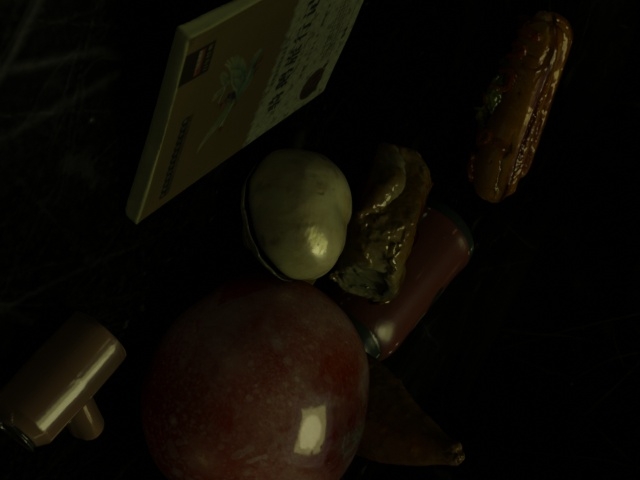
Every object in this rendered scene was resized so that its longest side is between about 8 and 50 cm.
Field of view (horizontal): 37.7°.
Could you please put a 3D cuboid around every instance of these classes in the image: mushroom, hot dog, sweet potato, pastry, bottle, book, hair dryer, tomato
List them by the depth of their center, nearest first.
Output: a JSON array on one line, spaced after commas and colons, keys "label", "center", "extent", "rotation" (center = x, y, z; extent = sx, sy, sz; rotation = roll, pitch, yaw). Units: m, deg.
[{"label": "hair dryer", "center": [-0.228, 0.152, 0.856], "extent": [0.117, 0.064, 0.182], "rotation": [-51, 162, -26]}, {"label": "book", "center": [-0.051, -0.160, 0.861], "extent": [0.310, 0.021, 0.217], "rotation": [-43, 167, -43]}, {"label": "mushroom", "center": [-0.029, -0.026, 1.027], "extent": [0.154, 0.122, 0.154], "rotation": [37, 45, -49]}, {"label": "tomato", "center": [-0.059, 0.175, 1.037], "extent": [0.270, 0.227, 0.270], "rotation": [-45, 145, -44]}, {"label": "sweet potato", "center": [0.051, 0.205, 1.194], "extent": [0.131, 0.336, 0.131], "rotation": [-26, 125, -44]}, {"label": "pastry", "center": [0.082, -0.016, 1.245], "extent": [0.218, 0.100, 0.229], "rotation": [-69, 176, -58]}, {"label": "bottle", "center": [0.090, 0.084, 1.422], "extent": [0.336, 0.144, 0.144], "rotation": [-46, 155, -30]}, {"label": "hot dog", "center": [0.336, -0.234, 1.636], "extent": [0.158, 0.117, 0.349], "rotation": [-46, 153, -50]}]

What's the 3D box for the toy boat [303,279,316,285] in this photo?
[{"label": "toy boat", "center": [0.000, 0.000, 1.218], "extent": [0.049, 0.047, 0.149], "rotation": [-18, 132, -62]}]
